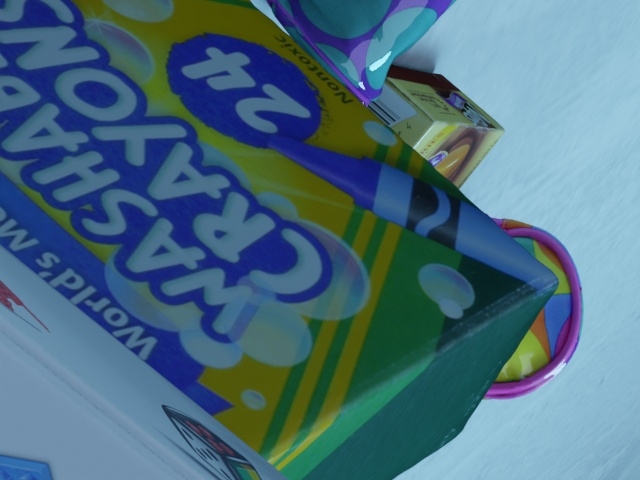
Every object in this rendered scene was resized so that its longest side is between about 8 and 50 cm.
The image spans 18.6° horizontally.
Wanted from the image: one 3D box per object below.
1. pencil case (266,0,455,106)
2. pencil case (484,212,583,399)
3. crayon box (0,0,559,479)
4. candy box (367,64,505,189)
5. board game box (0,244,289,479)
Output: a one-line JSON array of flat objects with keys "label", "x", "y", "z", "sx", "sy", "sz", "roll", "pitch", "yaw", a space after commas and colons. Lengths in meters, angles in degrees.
[{"label": "pencil case", "x": 0.048, "y": -0.126, "z": 0.775, "sx": 0.151, "sy": 0.064, "sz": 0.070, "roll": -46, "pitch": 146, "yaw": 1}, {"label": "pencil case", "x": 0.086, "y": 0.040, "z": 1.090, "sx": 0.104, "sy": 0.104, "sz": 0.236, "roll": -45, "pitch": 179, "yaw": -4}, {"label": "crayon box", "x": -0.110, "y": 0.020, "z": 0.504, "sx": 0.323, "sy": 0.203, "sz": 0.083, "roll": -27, "pitch": 154, "yaw": -46}, {"label": "candy box", "x": 0.000, "y": 0.000, "z": 0.959, "sx": 0.186, "sy": 0.053, "sz": 0.109, "roll": -52, "pitch": 162, "yaw": 14}, {"label": "board game box", "x": -0.160, "y": 0.040, "z": 0.319, "sx": 0.193, "sy": 0.305, "sz": 0.053, "roll": -47, "pitch": -163, "yaw": 4}]
